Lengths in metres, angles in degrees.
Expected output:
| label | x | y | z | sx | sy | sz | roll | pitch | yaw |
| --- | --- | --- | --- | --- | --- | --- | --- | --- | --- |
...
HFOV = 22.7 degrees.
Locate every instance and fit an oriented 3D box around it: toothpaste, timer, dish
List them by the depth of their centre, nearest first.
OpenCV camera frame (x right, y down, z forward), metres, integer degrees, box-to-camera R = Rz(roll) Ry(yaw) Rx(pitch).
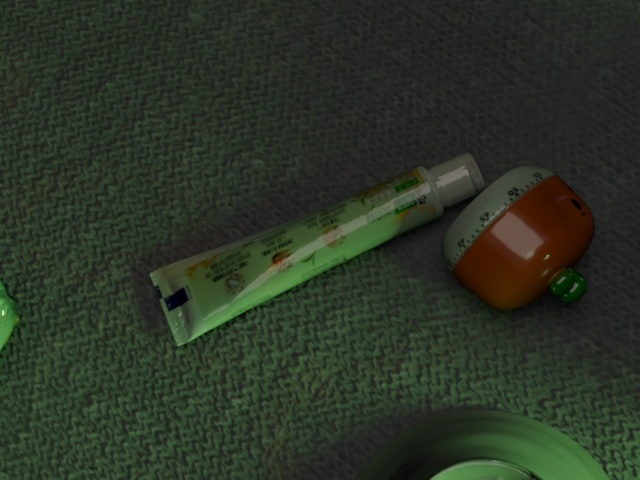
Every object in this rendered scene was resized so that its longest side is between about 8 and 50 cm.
| label | x | y | z | sx | sy | sz | roll | pitch | yaw |
| --- | --- | --- | --- | --- | --- | --- | --- | --- | --- |
| dish | 0.135 | 0.258 | 1.326 | 0.260 | 0.085 | 0.260 | -1 | 70 | 4 |
| timer | 0.185 | 0.007 | 1.408 | 0.136 | 0.099 | 0.136 | -5 | 73 | 15 |
| toothpaste | 0.000 | 0.000 | 1.454 | 0.314 | 0.058 | 0.056 | -24 | 113 | 0 |

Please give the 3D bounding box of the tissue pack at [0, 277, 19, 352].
| label | x | y | z | sx | sy | sz | roll | pitch | yaw |
| --- | --- | --- | --- | --- | --- | --- | --- | --- | --- |
| tissue pack | -0.439 | 0.134 | 1.398 | 0.228 | 0.128 | 0.310 | 23 | 73 | 12 |
